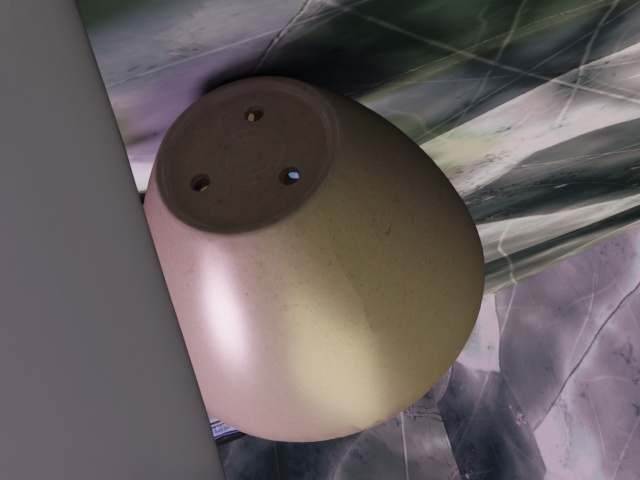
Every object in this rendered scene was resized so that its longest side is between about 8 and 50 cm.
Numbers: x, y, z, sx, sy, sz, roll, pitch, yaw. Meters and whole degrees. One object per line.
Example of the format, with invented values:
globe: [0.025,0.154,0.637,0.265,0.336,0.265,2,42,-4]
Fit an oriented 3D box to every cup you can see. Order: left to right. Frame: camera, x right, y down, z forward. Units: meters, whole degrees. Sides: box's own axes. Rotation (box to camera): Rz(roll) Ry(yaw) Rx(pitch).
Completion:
cup: [-0.032,-0.013,1.204,0.331,0.331,0.237,-19,146,6]

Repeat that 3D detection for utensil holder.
utensil holder: [-0.252,0.049,0.814,0.328,0.385,0.327,-17,171,-3]

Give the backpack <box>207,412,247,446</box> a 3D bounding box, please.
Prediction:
backpack: [-0.216,0.199,2.061,0.276,0.263,0.213,-16,165,-35]

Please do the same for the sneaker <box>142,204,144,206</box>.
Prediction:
sneaker: [-0.264,0.010,1.524,0.094,0.080,0.212,8,148,-42]

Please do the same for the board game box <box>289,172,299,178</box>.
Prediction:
board game box: [0.000,0.000,1.653,0.254,0.079,0.336,-43,160,20]
